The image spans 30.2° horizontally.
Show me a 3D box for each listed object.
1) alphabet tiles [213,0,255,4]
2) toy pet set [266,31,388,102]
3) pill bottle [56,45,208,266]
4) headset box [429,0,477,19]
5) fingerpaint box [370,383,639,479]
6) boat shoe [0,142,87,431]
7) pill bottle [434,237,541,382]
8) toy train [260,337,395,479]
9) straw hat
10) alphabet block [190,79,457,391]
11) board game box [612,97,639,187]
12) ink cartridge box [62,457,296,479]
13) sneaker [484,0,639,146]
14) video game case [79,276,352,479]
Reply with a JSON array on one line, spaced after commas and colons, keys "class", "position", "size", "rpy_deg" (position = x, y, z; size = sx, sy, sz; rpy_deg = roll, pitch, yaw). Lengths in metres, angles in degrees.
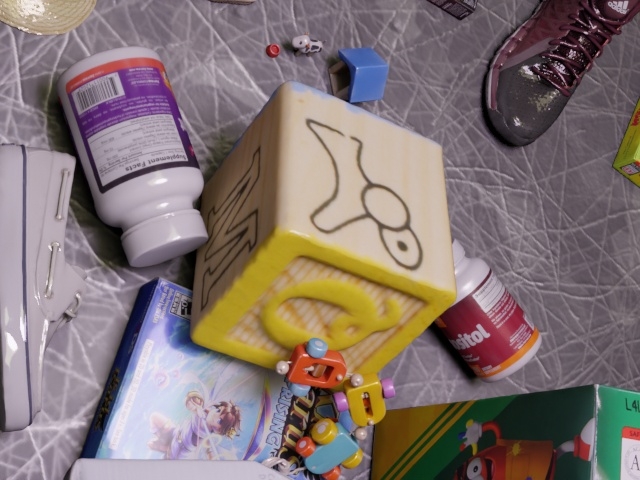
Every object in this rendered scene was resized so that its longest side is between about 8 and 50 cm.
[{"class": "alphabet tiles", "position": [-0.137, -0.397, 1.287], "size": [0.278, 0.021, 0.284], "rpy_deg": [0, 79, -30]}, {"class": "toy pet set", "position": [0.013, -0.168, 1.291], "size": [0.114, 0.065, 0.122], "rpy_deg": [-9, 84, -28]}, {"class": "pill bottle", "position": [-0.175, -0.078, 1.137], "size": [0.108, 0.108, 0.193], "rpy_deg": [-14, 79, -29]}, {"class": "headset box", "position": [0.151, -0.312, 1.411], "size": [0.083, 0.032, 0.062], "rpy_deg": [25, 68, -20]}, {"class": "fingerpaint box", "position": [0.327, 0.261, 1.187], "size": [0.445, 0.371, 0.163], "rpy_deg": [13, 73, -24]}, {"class": "boat shoe", "position": [-0.260, 0.041, 1.094], "size": [0.088, 0.096, 0.267], "rpy_deg": [2, 70, -22]}, {"class": "pill bottle", "position": [0.168, 0.075, 1.308], "size": [0.086, 0.086, 0.152], "rpy_deg": [-43, 99, -28]}, {"class": "toy train", "position": [-0.001, 0.157, 1.124], "size": [0.125, 0.166, 0.046], "rpy_deg": [7, 31, -20]}, {"class": "straw hat", "position": [-0.278, -0.279, 1.167], "size": [0.145, 0.061, 0.144], "rpy_deg": [6, 77, -26]}, {"class": "alphabet block", "position": [0.000, 0.000, 1.141], "size": [0.192, 0.193, 0.197], "rpy_deg": [20, 45, -21]}, {"class": "board game box", "position": [0.450, -0.147, 1.525], "size": [0.092, 0.043, 0.181], "rpy_deg": [34, 66, -18]}, {"class": "ink cartridge box", "position": [-0.058, 0.289, 1.010], "size": [0.385, 0.308, 0.091], "rpy_deg": [4, 52, -25]}, {"class": "sneaker", "position": [0.304, -0.246, 1.402], "size": [0.106, 0.162, 0.281], "rpy_deg": [36, 65, -17]}, {"class": "video game case", "position": [-0.100, 0.205, 1.156], "size": [0.244, 0.061, 0.269], "rpy_deg": [25, 69, -22]}]
